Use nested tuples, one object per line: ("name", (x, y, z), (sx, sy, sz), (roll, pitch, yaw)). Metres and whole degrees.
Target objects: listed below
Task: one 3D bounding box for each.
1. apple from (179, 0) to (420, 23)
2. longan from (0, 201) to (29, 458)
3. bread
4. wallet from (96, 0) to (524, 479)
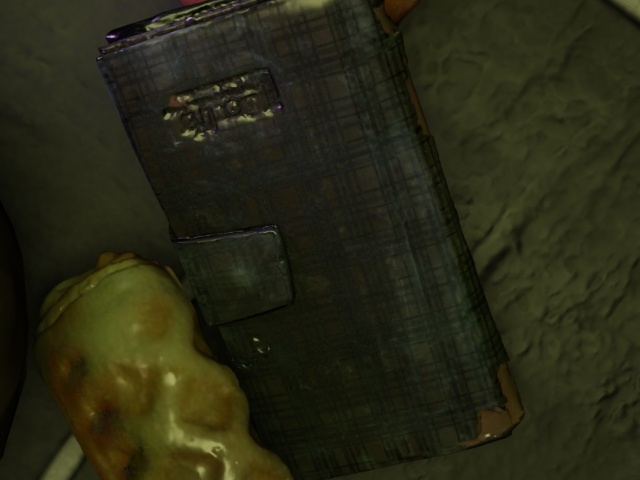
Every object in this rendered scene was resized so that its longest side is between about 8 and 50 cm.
("apple", (-0.011, -0.211, 1.112), (0.201, 0.162, 0.201), (0, 93, -2))
("longan", (-0.378, 0.039, 1.012), (0.436, 0.404, 0.404), (30, 93, -4))
("bread", (-0.098, 0.118, 1.132), (0.088, 0.128, 0.232), (-17, 71, -40))
("wallet", (0.000, 0.000, 1.111), (0.169, 0.044, 0.317), (-15, 117, 12))
